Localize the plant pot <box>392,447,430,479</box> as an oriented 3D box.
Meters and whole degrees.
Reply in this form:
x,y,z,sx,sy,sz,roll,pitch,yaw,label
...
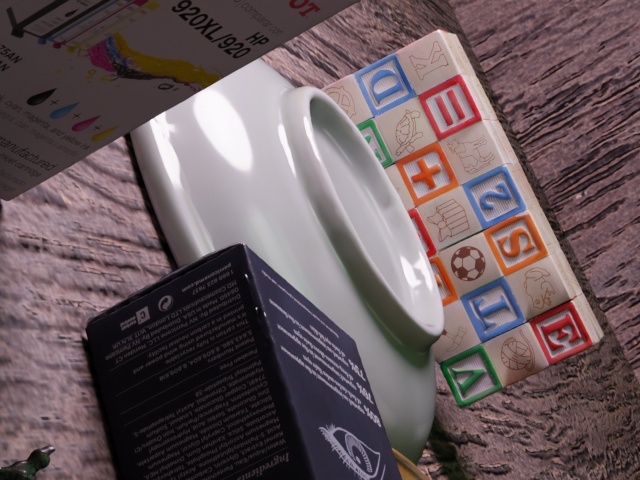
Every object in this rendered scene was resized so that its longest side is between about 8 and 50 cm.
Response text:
x,y,z,sx,sy,sz,roll,pitch,yaw,label
0.055,0.215,1.229,0.236,0.032,0.236,46,24,-27,plant pot

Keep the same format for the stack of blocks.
x,y,z,sx,sy,sz,roll,pitch,yaw,label
0.100,-0.010,1.690,0.297,0.171,0.087,64,14,3,stack of blocks

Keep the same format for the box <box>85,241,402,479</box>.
x,y,z,sx,sy,sz,roll,pitch,yaw,label
-0.028,0.132,1.078,0.153,0.108,0.207,44,23,-52,box

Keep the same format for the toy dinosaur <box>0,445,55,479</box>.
x,y,z,sx,sy,sz,roll,pitch,yaw,label
-0.162,0.076,0.805,0.118,0.064,0.268,42,19,-16,toy dinosaur

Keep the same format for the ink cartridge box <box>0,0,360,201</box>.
x,y,z,sx,sy,sz,roll,pitch,yaw,label
-0.132,-0.163,1.007,0.171,0.232,0.168,34,30,-62,ink cartridge box

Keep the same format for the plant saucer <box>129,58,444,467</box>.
x,y,z,sx,sy,sz,roll,pitch,yaw,label
0.000,0.000,1.461,0.400,0.100,0.400,56,16,-24,plant saucer
